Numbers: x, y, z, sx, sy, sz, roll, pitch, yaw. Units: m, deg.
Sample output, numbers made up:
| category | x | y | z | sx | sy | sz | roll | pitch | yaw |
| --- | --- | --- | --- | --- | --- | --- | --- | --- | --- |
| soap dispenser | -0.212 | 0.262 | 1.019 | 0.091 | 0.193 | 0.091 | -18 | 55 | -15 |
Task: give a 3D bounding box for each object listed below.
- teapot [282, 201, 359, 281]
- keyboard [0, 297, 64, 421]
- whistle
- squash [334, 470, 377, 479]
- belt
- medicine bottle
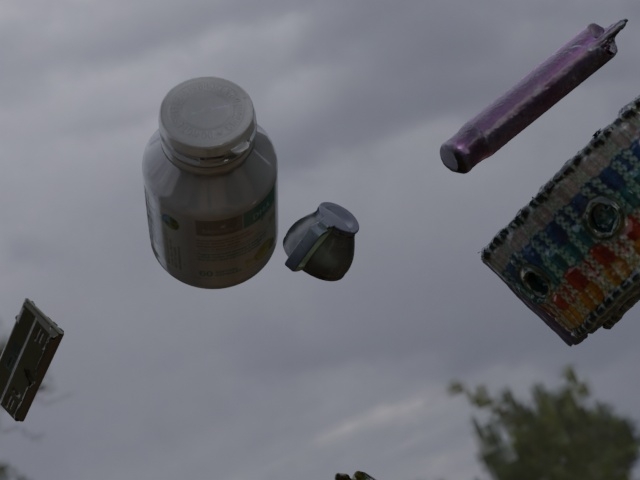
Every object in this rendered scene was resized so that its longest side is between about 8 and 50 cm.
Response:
| category | x | y | z | sx | sy | sz | roll | pitch | yaw |
| --- | --- | --- | --- | --- | --- | --- | --- | --- | --- |
| teapot | 0.000 | 0.000 | 1.585 | 0.088 | 0.066 | 0.057 | -27 | -27 | -58 |
| keyboard | -0.264 | 0.108 | 1.566 | 0.015 | 0.049 | 0.129 | -27 | -25 | -44 |
| whistle | 0.159 | -0.109 | 1.289 | 0.176 | 0.033 | 0.033 | -38 | -9 | -15 |
| squash | 0.104 | 0.298 | 1.480 | 0.094 | 0.341 | 0.094 | -31 | 28 | 18 |
| belt | 0.295 | -0.022 | 1.639 | 0.295 | 0.160 | 0.207 | -46 | -7 | 15 |
| medicine bottle | -0.109 | -0.060 | 1.744 | 0.135 | 0.135 | 0.215 | -20 | -33 | -15 |
